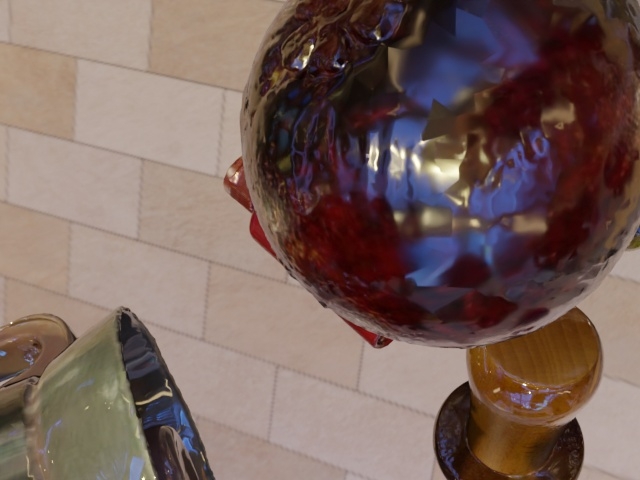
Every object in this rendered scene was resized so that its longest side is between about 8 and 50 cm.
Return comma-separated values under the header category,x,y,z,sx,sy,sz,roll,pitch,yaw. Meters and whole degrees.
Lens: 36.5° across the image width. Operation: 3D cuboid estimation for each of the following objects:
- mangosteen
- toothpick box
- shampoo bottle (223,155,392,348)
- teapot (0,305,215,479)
category,x,y,z,sx,sy,sz,roll,pitch,yaw
mangosteen,0.089,-0.068,0.657,0.297,0.293,0.297,-9,63,18
toothpick box,0.238,0.200,1.169,0.192,0.192,0.294,23,143,19
shampoo bottle,0.001,0.000,1.244,0.314,0.076,0.118,40,102,26
teapot,-0.228,0.175,0.507,0.344,0.300,0.253,-21,128,-5
